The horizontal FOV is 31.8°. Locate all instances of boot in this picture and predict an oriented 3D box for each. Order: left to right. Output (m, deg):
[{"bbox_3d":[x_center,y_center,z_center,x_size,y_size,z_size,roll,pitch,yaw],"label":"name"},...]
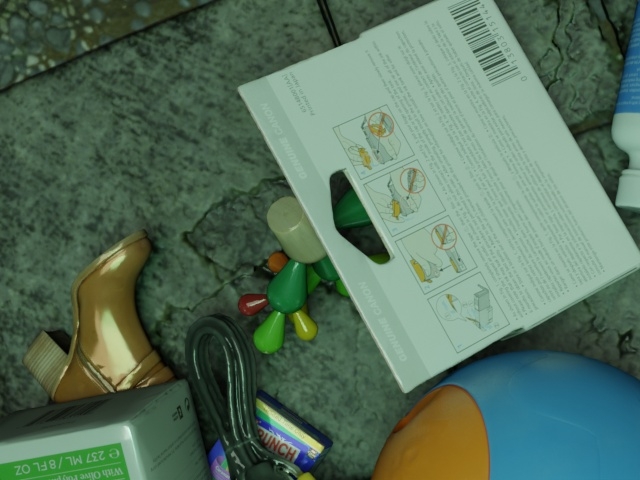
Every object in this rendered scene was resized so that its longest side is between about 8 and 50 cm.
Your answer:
[{"bbox_3d":[-0.183,0.101,1.097,0.152,0.073,0.197,40,107,10],"label":"boot"}]

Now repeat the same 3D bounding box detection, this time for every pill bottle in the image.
[{"bbox_3d":[0.320,-0.130,0.968,0.124,0.124,0.222,13,91,12],"label":"pill bottle"}]

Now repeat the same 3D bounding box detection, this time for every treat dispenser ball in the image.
[{"bbox_3d":[0.179,0.233,0.904,0.288,0.288,0.288,0,88,12],"label":"treat dispenser ball"}]

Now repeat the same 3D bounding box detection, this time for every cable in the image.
[{"bbox_3d":[-0.052,0.210,1.042,0.139,0.072,0.287,-43,66,34],"label":"cable"}]

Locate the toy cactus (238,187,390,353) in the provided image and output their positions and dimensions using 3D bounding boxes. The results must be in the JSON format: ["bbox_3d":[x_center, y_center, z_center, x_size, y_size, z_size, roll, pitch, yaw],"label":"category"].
[{"bbox_3d":[0.000,0.000,1.012,0.219,0.180,0.112,-40,61,3],"label":"toy cactus"}]

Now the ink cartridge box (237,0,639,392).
[{"bbox_3d":[0.101,-0.048,0.986,0.261,0.066,0.296,-26,82,-19],"label":"ink cartridge box"}]

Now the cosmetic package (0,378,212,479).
[{"bbox_3d":[-0.184,0.330,1.018,0.196,0.155,0.366,-14,94,14],"label":"cosmetic package"}]

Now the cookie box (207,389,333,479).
[{"bbox_3d":[-0.056,0.213,1.080,0.091,0.040,0.107,34,95,12],"label":"cookie box"}]
